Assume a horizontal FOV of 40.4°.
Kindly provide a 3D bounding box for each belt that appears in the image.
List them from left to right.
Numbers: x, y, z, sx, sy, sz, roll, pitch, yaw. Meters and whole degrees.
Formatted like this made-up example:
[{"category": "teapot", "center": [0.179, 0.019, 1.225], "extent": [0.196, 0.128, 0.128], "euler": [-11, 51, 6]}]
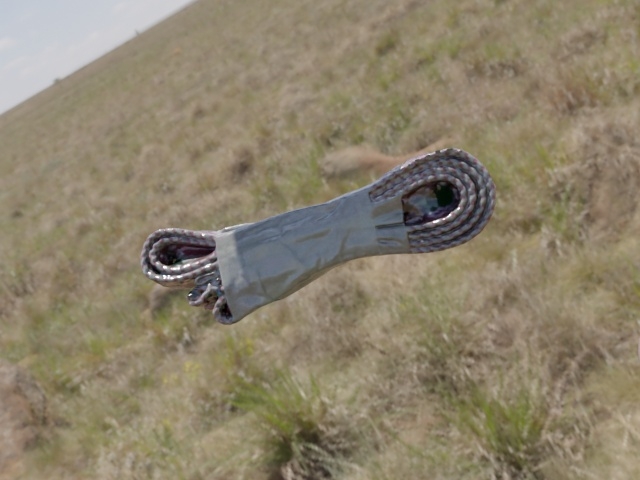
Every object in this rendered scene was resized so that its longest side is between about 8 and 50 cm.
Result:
[{"category": "belt", "center": [0.000, 0.000, 0.561], "extent": [0.232, 0.071, 0.053], "euler": [-16, 0, 10]}]

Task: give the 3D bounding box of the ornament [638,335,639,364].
[{"category": "ornament", "center": [0.327, 0.092, 0.626], "extent": [0.177, 0.177, 0.177], "euler": [-28, 16, 9]}]
